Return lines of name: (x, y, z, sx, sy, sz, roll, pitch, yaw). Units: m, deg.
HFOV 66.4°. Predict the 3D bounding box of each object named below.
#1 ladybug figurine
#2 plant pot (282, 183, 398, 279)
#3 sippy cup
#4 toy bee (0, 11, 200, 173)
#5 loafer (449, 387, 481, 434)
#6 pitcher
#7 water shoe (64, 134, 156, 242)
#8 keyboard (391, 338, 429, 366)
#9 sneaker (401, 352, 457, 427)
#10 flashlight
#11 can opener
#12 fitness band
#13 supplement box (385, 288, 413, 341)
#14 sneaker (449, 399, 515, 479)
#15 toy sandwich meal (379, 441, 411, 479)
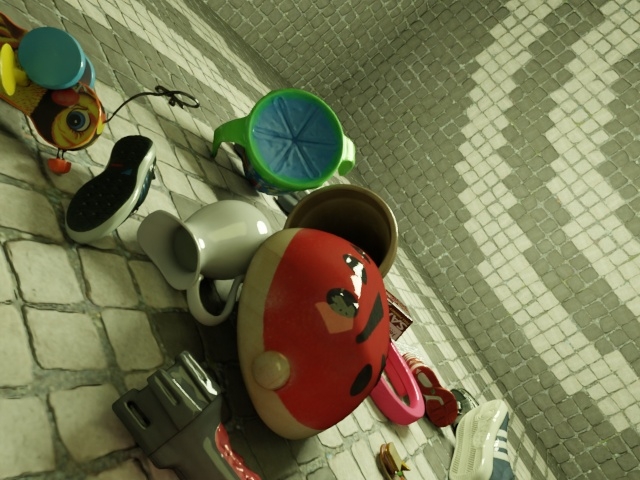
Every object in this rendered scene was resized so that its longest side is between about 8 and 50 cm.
ladybug figurine: (0.011, 0.124, 0.758, 0.449, 0.161, 0.305, -38, 116, -74)
plant pot: (0.060, 0.034, 1.162, 0.263, 0.263, 0.229, 61, -1, 27)
sippy cup: (-0.089, -0.210, 1.183, 0.305, 0.240, 0.224, 41, -19, -9)
toy bee: (-0.333, -0.174, 0.601, 0.298, 0.162, 0.195, 23, -3, 4)
loafer: (0.415, 0.525, 1.354, 0.084, 0.096, 0.268, 26, 32, -35)
pitcher: (-0.150, 0.027, 0.743, 0.207, 0.125, 0.178, -18, 83, -63)
water shoe: (-0.262, -0.057, 0.652, 0.080, 0.072, 0.203, 95, 5, -46)
keyboard: (0.268, 0.339, 1.475, 0.256, 0.014, 0.072, 31, 26, -55)
sneaker: (0.281, 0.379, 1.290, 0.221, 0.087, 0.128, 63, -2, -22)
flashlight: (-0.070, 0.250, 0.498, 0.304, 0.103, 0.103, 53, -11, 2)
can opener: (-0.122, -0.171, 1.340, 0.283, 0.076, 0.095, 46, 15, -20)
fitness band: (0.139, 0.285, 1.134, 0.209, 0.054, 0.291, 26, 29, -59)
supplement box: (0.169, 0.178, 1.312, 0.130, 0.073, 0.239, 40, 5, 2)
sneaker: (0.418, 0.537, 1.208, 0.148, 0.131, 0.350, 56, 35, 1)
toy sandwich meal: (0.137, 0.408, 0.891, 0.085, 0.029, 0.086, 48, 16, -18)
